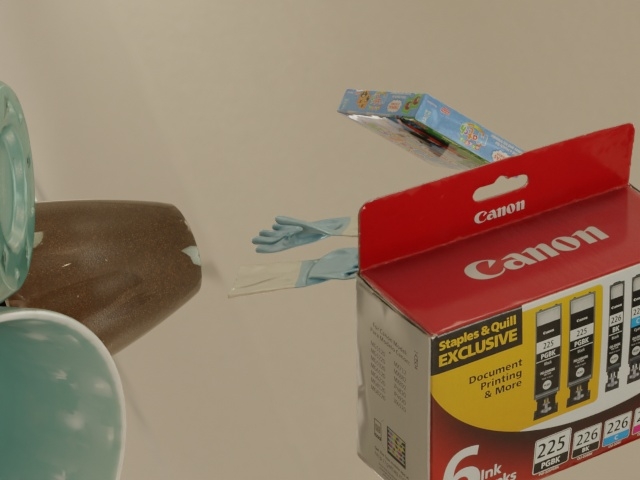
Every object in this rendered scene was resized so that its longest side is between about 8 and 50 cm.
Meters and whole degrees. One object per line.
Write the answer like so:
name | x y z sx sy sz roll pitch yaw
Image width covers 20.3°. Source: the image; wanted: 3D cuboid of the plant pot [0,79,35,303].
plant pot | -0.382 -0.042 1.558 0.293 0.235 0.293 -2 90 -86

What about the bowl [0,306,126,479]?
bowl | -0.314 0.172 1.372 0.163 0.311 0.312 23 -43 35

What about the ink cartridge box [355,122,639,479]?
ink cartridge box | 0.191 0.068 1.601 0.130 0.309 0.272 40 -39 49

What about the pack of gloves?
pack of gloves | 0.000 0.000 2.402 0.232 0.195 0.046 -7 -65 15

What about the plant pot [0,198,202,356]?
plant pot | -0.251 0.042 1.908 0.215 0.230 0.215 45 -36 46

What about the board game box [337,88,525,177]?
board game box | 0.134 -0.132 2.176 0.160 0.039 0.211 28 -5 -25
